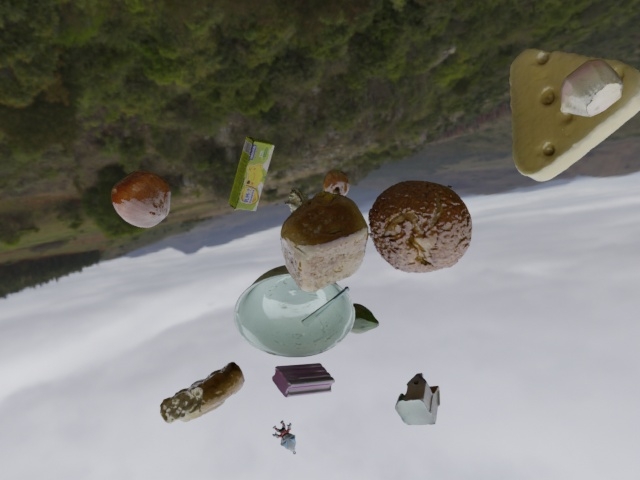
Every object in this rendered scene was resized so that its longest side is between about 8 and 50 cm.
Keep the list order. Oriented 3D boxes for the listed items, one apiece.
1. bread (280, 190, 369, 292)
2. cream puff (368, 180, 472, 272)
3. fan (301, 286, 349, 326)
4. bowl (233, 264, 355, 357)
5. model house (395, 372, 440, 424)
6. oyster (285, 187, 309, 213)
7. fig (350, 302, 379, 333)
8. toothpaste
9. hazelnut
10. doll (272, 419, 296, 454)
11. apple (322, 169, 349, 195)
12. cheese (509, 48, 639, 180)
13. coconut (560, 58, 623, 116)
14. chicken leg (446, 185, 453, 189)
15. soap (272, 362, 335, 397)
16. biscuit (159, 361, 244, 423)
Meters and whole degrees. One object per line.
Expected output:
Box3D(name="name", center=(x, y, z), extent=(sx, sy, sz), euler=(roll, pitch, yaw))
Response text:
Box3D(name="bread", center=(0.000, 0.000, 1.319), extent=(0.196, 0.176, 0.246), euler=(-21, 151, -14))
Box3D(name="cream puff", center=(0.275, -0.026, 1.528), extent=(0.303, 0.303, 0.212), euler=(-9, -149, 30))
Box3D(name="fan", center=(0.018, 0.214, 1.754), extent=(0.193, 0.038, 0.016), euler=(-41, -136, 4))
Box3D(name="bowl", center=(-0.094, 0.220, 2.004), extent=(0.435, 0.434, 0.196), euler=(-9, -142, 7))
Box3D(name="model house", center=(0.239, 0.387, 1.343), extent=(0.088, 0.100, 0.100), euler=(-12, -146, 28))
Box3D(name="oyster", center=(-0.044, -0.069, 1.741), extent=(0.072, 0.208, 0.133), euler=(-6, -174, 29))
Box3D(name="fig", center=(0.160, 0.319, 2.154), extent=(0.123, 0.123, 0.156), euler=(-11, -158, -41))
Box3D(name="toothpaste", center=(-0.306, -0.292, 2.385), extent=(0.110, 0.327, 0.077), euler=(4, -157, -38))
Box3D(name="hazelnut", center=(-0.548, -0.127, 1.651), extent=(0.182, 0.182, 0.182), euler=(-9, -178, 0))
Box3D(name="doll", center=(-0.097, 0.584, 1.593), extent=(0.039, 0.114, 0.057), euler=(-16, -164, 48))
Box3D(name="apple", center=(0.046, -0.168, 1.607), extent=(0.084, 0.083, 0.071), euler=(-9, -147, 3))
Box3D(name="cheese", center=(0.706, -0.378, 1.493), extent=(0.104, 0.383, 0.384), euler=(10, 167, -44))
Box3D(name="coconut", center=(0.565, -0.314, 1.144), extent=(0.110, 0.110, 0.124), euler=(-11, 153, -51))
Box3D(name="chicken leg", center=(0.421, -0.167, 1.896), extent=(0.037, 0.062, 0.145), euler=(-42, -160, -19))
Box3D(name="soap", center=(-0.063, 0.511, 1.990), extent=(0.203, 0.065, 0.122), euler=(5, -160, -34))
Box3D(name="biscuit", center=(-0.312, 0.424, 1.504), extent=(0.213, 0.091, 0.274), euler=(-24, 172, -42))
